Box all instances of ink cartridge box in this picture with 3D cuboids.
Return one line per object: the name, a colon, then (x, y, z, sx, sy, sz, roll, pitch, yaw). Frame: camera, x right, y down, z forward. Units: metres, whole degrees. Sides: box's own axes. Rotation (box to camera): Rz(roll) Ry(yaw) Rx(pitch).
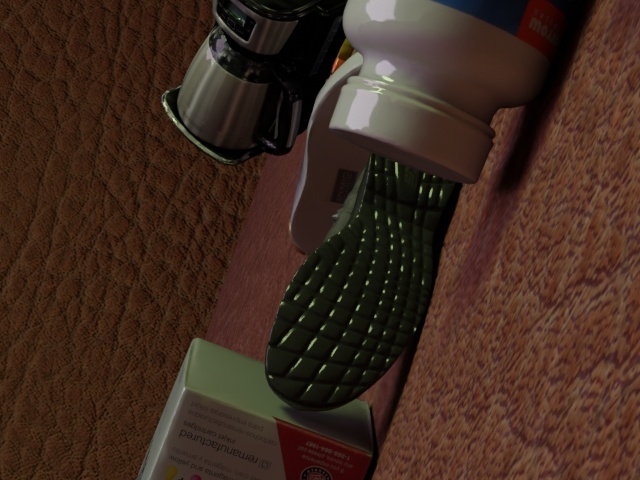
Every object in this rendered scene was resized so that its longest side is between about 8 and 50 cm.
ink cartridge box: (-0.057, 0.176, 1.275, 0.127, 0.128, 0.176, -94, 25, -78)

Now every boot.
boot: (0.032, -0.105, 1.646, 0.258, 0.095, 0.123, 116, 166, -51)
boot: (0.025, 0.041, 1.324, 0.161, 0.083, 0.246, 111, -175, -56)

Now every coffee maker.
coffee maker: (-0.037, -0.175, 1.646, 0.171, 0.120, 0.178, -60, -2, -45)

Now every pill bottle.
pill bottle: (0.086, -0.150, 1.133, 0.124, 0.124, 0.221, 176, 114, -84)

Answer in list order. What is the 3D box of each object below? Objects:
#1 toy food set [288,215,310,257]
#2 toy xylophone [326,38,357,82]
toy food set: (0.000, 0.000, 1.766, 0.083, 0.020, 0.082, -57, -45, -54)
toy xylophone: (0.074, -0.251, 1.833, 0.322, 0.081, 0.236, 114, 176, -64)
